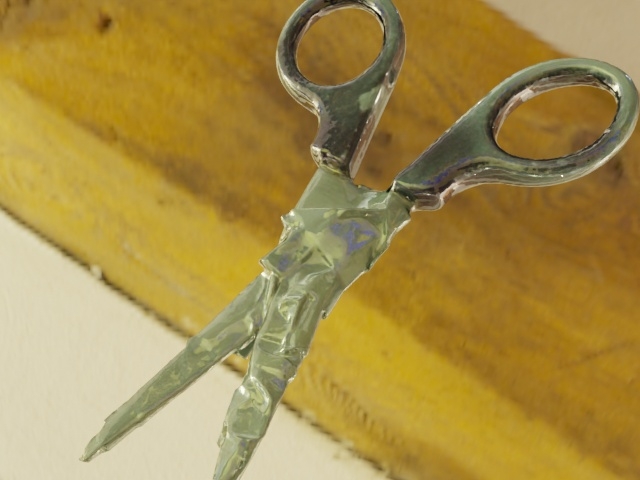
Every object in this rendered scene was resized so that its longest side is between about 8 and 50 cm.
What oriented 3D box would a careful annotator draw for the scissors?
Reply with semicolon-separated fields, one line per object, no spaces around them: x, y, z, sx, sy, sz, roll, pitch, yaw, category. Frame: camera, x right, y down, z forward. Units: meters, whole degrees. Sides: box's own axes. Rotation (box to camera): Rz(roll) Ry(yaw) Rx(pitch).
0.000;0.000;1.054;0.256;0.029;0.383;25;-115;30;scissors
